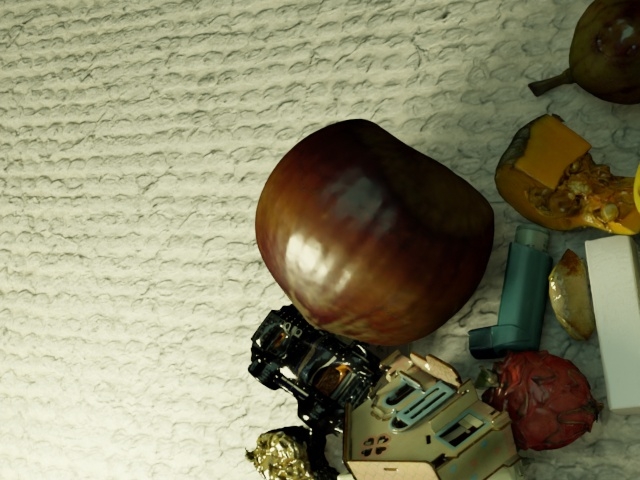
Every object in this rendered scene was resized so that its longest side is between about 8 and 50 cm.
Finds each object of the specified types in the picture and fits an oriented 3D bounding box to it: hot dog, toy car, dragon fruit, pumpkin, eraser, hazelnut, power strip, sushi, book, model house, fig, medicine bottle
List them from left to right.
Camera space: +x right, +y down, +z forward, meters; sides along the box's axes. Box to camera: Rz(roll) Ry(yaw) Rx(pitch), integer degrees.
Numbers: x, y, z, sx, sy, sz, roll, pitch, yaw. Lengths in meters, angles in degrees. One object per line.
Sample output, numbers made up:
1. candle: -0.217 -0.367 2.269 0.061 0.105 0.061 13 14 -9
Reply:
1. sushi: -0.036 0.446 1.802 0.147 0.115 0.212 -42 56 13
2. toy car: -0.013 0.242 1.846 0.301 0.118 0.193 34 88 37
3. book: 0.096 0.205 1.868 0.182 0.014 0.127 -8 70 29
4. hazelnut: 0.097 -0.016 1.705 0.429 0.402 0.402 38 95 -2
5. model house: 0.145 0.331 1.594 0.244 0.169 0.326 -37 28 -16
6. power strip: 0.206 0.410 1.674 0.368 0.106 0.043 -12 91 27
7. medicine bottle: 0.353 0.099 1.711 0.124 0.079 0.258 7 76 32
8. dragon fruit: 0.367 0.273 1.591 0.210 0.172 0.172 21 85 21
9. hot dog: 0.441 0.101 1.666 0.078 0.061 0.168 2 70 -13
10. pumpkin: 0.439 -0.117 1.638 0.139 0.190 0.281 -49 24 -19
11. fig: 0.512 -0.340 1.729 0.321 0.217 0.216 -13 65 52
12. eraser: 0.517 0.142 1.600 0.078 0.076 0.298 -13 67 26

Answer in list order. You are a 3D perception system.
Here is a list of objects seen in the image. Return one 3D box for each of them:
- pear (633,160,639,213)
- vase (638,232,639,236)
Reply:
1. pear: 0.692 -0.144 1.427 0.418 0.362 0.362 -46 56 5
2. vase: 0.599 0.011 1.599 0.081 0.081 0.148 -37 61 15
